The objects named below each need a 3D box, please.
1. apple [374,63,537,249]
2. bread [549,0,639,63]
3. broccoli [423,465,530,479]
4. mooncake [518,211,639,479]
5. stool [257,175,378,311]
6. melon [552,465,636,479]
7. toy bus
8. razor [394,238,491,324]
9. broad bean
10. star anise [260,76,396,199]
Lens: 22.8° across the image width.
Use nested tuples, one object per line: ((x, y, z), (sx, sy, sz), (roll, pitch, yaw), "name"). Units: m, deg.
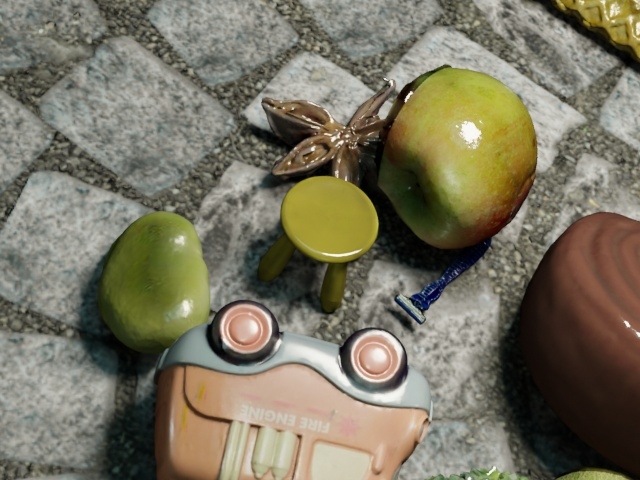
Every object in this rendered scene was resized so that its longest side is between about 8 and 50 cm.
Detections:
((0.164, -0.100, 1.825), (0.188, 0.174, 0.207), (-29, 105, -36), "apple")
((0.422, -0.272, 2.078), (0.367, 0.084, 0.077), (35, 100, 9), "bread")
((0.149, 0.402, 1.485), (0.277, 0.338, 0.317), (-32, 93, 1), "broccoli")
((0.397, 0.119, 1.753), (0.334, 0.174, 0.326), (0, 47, -27), "mooncake")
((0.000, 0.000, 1.781), (0.134, 0.110, 0.135), (-14, 63, -23), "stool")
((0.312, 0.317, 1.690), (0.160, 0.079, 0.128), (30, 56, 4), "melon")
((-0.037, 0.202, 1.608), (0.288, 0.194, 0.232), (15, 65, -6), "toy bus")
((0.146, 0.041, 1.842), (0.044, 0.028, 0.154), (43, 60, 11), "razor")
((-0.180, 0.042, 1.709), (0.124, 0.082, 0.174), (-10, 44, 11), "broad bean")
((0.029, -0.102, 1.883), (0.208, 0.063, 0.171), (-13, 70, -28), "star anise")
